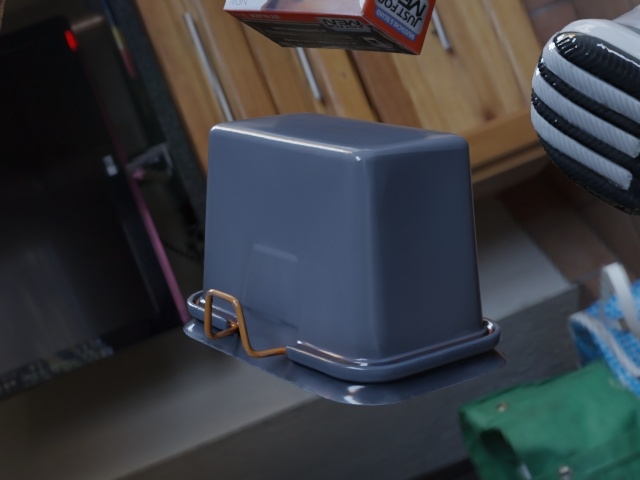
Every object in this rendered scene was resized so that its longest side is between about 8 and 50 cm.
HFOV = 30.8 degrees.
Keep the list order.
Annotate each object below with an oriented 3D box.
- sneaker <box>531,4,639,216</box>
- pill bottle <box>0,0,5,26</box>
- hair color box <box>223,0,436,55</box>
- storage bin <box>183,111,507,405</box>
[{"bbox_3d":[0.197,-0.029,0.396,0.228,0.132,0.086,40,145,23],"label":"sneaker"},{"bbox_3d":[-0.221,-0.032,0.519,0.130,0.130,0.246,111,165,-78],"label":"pill bottle"},{"bbox_3d":[0.023,-0.179,0.570,0.093,0.167,0.053,11,173,40],"label":"hair color box"},{"bbox_3d":[0.000,0.000,0.464,0.135,0.098,0.091,15,112,52],"label":"storage bin"}]
